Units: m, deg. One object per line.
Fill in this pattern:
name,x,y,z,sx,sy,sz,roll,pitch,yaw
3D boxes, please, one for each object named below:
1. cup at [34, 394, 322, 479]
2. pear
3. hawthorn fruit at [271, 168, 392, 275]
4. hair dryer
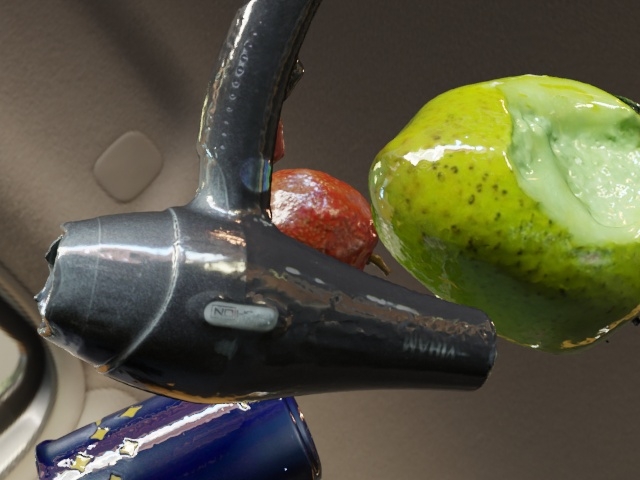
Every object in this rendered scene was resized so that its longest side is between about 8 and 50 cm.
cup,-0.159,0.216,0.905,0.256,0.255,0.178,-24,-45,-14
pear,0.170,-0.055,0.764,0.292,0.293,0.159,20,-40,-11
hawthorn fruit,0.000,0.000,1.323,0.253,0.205,0.205,24,-58,-20
hair dryer,0.001,-0.050,0.413,0.235,0.091,0.272,11,-92,-23
